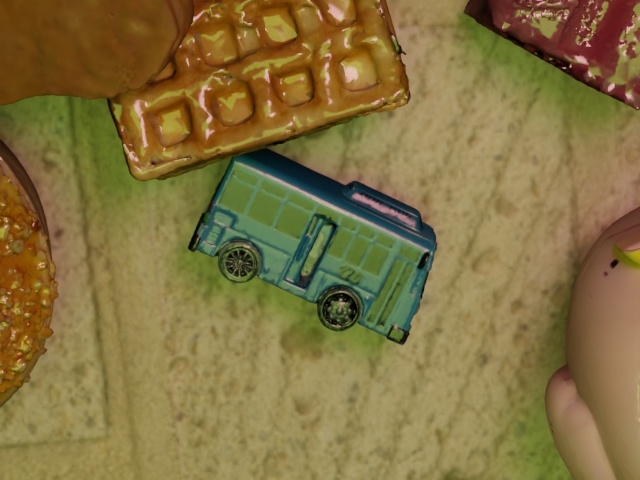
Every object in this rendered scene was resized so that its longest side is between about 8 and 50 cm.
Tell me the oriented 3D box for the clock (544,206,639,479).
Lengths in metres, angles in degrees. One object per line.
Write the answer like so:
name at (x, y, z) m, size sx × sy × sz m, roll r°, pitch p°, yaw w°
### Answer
clock at (0.365, 0.121, 1.163) m, size 0.368 × 0.250 × 0.376 m, roll -25°, pitch 97°, yaw 6°

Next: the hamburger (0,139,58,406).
hamburger at (-0.344, 0.022, 1.179) m, size 0.302 × 0.170 × 0.302 m, roll 0°, pitch 105°, yaw 0°

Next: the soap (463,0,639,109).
soap at (0.266, -0.256, 1.122) m, size 0.220 × 0.127 × 0.325 m, roll 26°, pitch 103°, yaw -7°

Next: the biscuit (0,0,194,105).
biscuit at (-0.265, -0.256, 1.002) m, size 0.385 × 0.062 × 0.365 m, roll 10°, pitch 123°, yaw 13°

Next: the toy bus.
toy bus at (0.000, 0.000, 1.213) m, size 0.185 × 0.090 × 0.106 m, roll 25°, pitch 101°, yaw -5°

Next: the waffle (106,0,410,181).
waffle at (-0.071, -0.215, 1.120) m, size 0.213 × 0.091 × 0.308 m, roll -16°, pitch 90°, yaw 4°

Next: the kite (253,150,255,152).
kite at (-0.073, -0.140, 1.185) m, size 0.183 × 0.010 × 0.160 m, roll -18°, pitch 79°, yaw 0°
